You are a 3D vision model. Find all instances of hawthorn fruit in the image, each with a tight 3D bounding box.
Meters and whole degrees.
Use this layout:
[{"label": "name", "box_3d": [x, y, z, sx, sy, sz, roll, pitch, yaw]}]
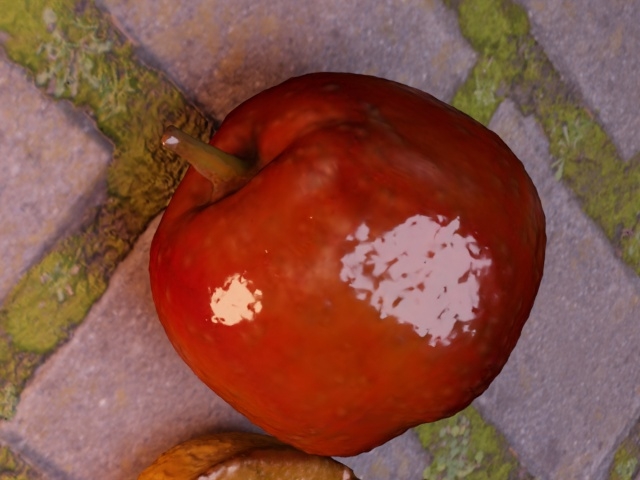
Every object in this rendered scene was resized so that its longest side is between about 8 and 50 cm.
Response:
[{"label": "hawthorn fruit", "box_3d": [0.000, 0.000, 1.237, 0.330, 0.287, 0.287, 34, 83, -37]}]

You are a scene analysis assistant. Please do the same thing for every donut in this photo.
[{"label": "donut", "box_3d": [-0.069, 0.269, 1.375, 0.253, 0.118, 0.253, -20, 120, -38]}]
